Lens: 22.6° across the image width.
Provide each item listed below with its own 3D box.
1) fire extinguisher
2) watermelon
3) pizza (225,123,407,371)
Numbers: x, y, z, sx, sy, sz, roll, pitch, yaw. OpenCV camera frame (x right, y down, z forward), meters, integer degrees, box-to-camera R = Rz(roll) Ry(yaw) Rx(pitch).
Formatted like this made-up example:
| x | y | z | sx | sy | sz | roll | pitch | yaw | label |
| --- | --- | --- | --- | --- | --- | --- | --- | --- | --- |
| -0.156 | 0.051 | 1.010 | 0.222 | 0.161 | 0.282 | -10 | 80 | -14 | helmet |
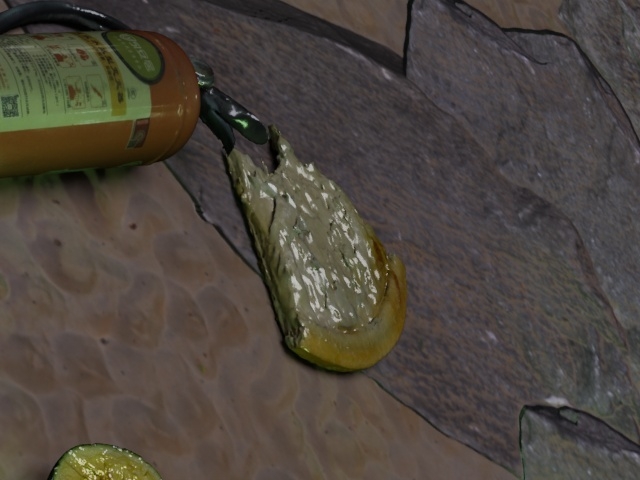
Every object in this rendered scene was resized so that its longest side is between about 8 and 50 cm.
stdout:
| x | y | z | sx | sy | sz | roll | pitch | yaw | label |
| --- | --- | --- | --- | --- | --- | --- | --- | --- | --- |
| -0.215 | -0.138 | 1.298 | 0.376 | 0.113 | 0.200 | -8 | 66 | -50 | fire extinguisher |
| -0.154 | 0.199 | 1.131 | 0.105 | 0.062 | 0.105 | 24 | 41 | -23 | watermelon |
| 0.000 | 0.000 | 1.485 | 0.181 | 0.034 | 0.262 | -4 | 64 | -48 | pizza |
